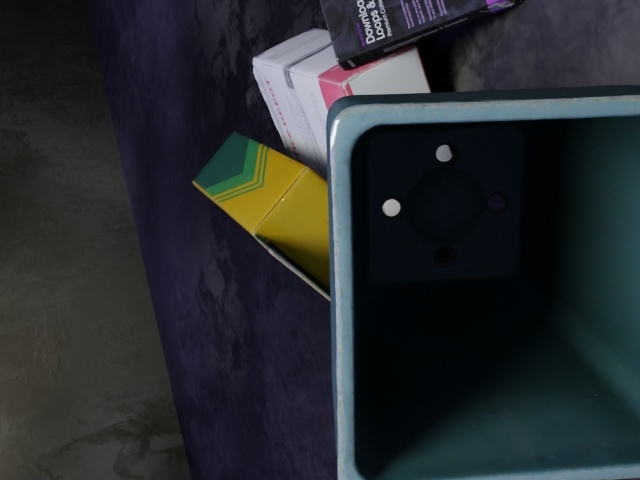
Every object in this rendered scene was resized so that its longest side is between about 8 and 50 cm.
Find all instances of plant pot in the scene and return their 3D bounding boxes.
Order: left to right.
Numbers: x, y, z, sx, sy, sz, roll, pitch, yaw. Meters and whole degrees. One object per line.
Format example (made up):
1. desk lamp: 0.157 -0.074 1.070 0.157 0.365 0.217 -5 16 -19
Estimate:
1. plant pot: 0.119 0.003 0.644 0.252 0.247 0.248 -108 16 -72

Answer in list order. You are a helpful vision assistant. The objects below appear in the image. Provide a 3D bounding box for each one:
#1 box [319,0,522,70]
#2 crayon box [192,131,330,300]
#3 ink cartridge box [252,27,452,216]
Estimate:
1. box: 0.076 -0.227 0.761 0.029 0.162 0.116 19 -127 -69
2. crayon box: 0.000 0.000 0.903 0.083 0.203 0.323 -50 24 -1
3. ink cartridge box: 0.031 -0.121 0.905 0.218 0.092 0.159 30 147 58
